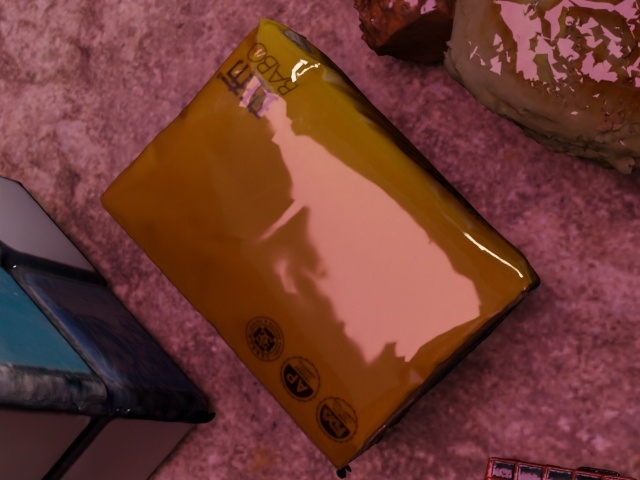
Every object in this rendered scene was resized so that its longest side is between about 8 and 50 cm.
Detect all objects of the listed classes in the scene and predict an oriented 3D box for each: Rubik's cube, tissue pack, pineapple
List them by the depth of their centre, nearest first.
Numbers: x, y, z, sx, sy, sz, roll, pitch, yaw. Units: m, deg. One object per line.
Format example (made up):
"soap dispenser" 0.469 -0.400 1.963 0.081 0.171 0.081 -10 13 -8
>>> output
"tissue pack" 0.000 0.000 0.809 0.271 0.134 0.192 46 102 14
"Rubik's cube" -0.335 0.126 0.855 0.318 0.316 0.313 44 98 26
"pineapple" 0.069 -0.260 0.874 0.125 0.125 0.251 -12 69 21

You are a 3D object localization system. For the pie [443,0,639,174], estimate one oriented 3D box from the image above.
"pie" 0.279 -0.244 0.726 0.418 0.180 0.395 -5 75 15

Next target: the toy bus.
"toy bus" 0.168 0.176 0.781 0.110 0.031 0.043 4 74 25
